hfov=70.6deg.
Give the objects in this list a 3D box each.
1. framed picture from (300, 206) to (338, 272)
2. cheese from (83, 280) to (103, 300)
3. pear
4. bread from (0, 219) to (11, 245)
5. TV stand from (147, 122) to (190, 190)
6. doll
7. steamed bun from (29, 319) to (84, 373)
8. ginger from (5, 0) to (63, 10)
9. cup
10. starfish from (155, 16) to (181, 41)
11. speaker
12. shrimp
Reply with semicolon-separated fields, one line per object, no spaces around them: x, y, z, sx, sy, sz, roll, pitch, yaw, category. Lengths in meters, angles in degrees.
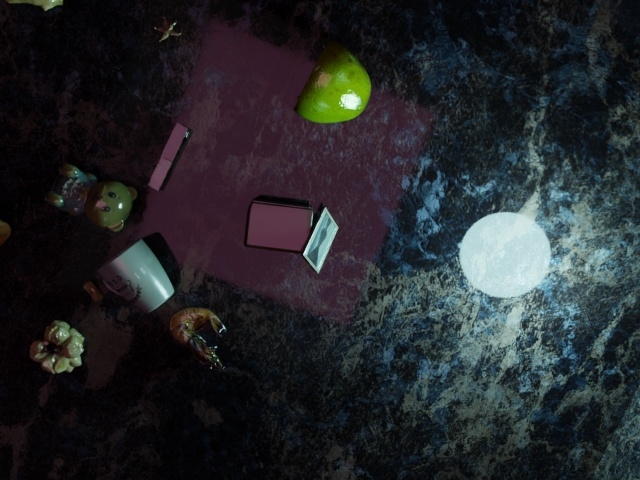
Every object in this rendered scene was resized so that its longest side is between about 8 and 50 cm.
0.000;0.000;1.647;0.015;0.150;0.203;13;66;29;framed picture
-0.870;0.195;1.725;0.030;0.044;0.083;-31;101;19;cheese
0.067;-0.538;1.611;0.239;0.139;0.288;27;98;-14;pear
-1.285;-0.019;1.613;0.156;0.204;0.288;44;92;10;bread
-0.557;-0.305;1.662;0.049;0.040;0.256;27;97;-7;TV stand
-0.806;-0.147;1.616;0.261;0.161;0.176;19;76;-3;doll
-0.999;0.421;1.723;0.192;0.106;0.177;41;97;-9;steamed bun
-1.091;-0.900;1.514;0.363;0.122;0.348;-29;90;-8;ginger
-0.692;0.151;1.677;0.258;0.186;0.234;-23;109;31;cup
-0.543;-0.745;1.610;0.092;0.016;0.086;17;100;-7;starfish
-0.151;-0.053;1.658;0.231;0.153;0.192;8;99;-3;speaker
-0.446;0.370;1.761;0.289;0.075;0.178;43;92;6;shrimp
